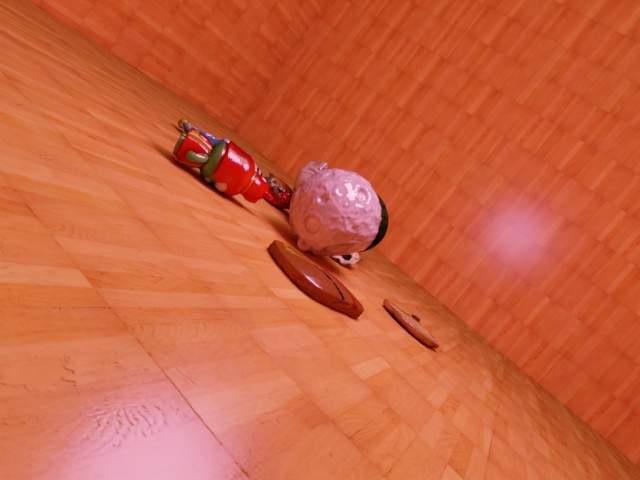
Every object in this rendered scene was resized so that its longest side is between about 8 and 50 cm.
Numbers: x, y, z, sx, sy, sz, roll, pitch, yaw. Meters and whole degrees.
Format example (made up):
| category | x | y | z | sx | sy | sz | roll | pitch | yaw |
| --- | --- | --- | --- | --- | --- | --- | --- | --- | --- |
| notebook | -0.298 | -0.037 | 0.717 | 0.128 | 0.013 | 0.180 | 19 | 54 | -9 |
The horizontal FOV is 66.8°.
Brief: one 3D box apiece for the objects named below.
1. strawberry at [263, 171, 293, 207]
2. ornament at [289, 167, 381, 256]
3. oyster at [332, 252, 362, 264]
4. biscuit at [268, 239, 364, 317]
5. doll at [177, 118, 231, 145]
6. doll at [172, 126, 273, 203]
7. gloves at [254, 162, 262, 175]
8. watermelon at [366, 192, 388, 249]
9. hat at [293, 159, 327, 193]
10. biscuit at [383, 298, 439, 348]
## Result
| category | x | y | z | sx | sy | sz | roll | pitch | yaw |
| --- | --- | --- | --- | --- | --- | --- | --- | --- | --- |
| strawberry | -0.182 | -0.208 | 2.195 | 0.174 | 0.098 | 0.228 | 53 | 11 | 23 |
| ornament | 0.050 | -0.105 | 1.752 | 0.337 | 0.337 | 0.337 | 37 | 8 | -6 |
| oyster | 0.095 | 0.063 | 2.059 | 0.133 | 0.072 | 0.209 | 46 | 29 | 10 |
| biscuit | -0.010 | 0.100 | 1.376 | 0.277 | 0.052 | 0.262 | 31 | 10 | -40 |
| doll | -0.490 | -0.453 | 2.241 | 0.341 | 0.099 | 0.346 | 32 | 7 | -48 |
| doll | -0.305 | -0.238 | 1.602 | 0.363 | 0.160 | 0.182 | 36 | 7 | -20 |
| gloves | -0.352 | -0.318 | 1.997 | 0.219 | 0.131 | 0.140 | 45 | 3 | -17 |
| watermelon | 0.169 | -0.104 | 2.378 | 0.363 | 0.363 | 0.363 | 37 | 8 | -6 |
| hat | -0.064 | -0.182 | 2.095 | 0.168 | 0.258 | 0.301 | 7 | 37 | 24 |
| biscuit | 0.334 | 0.308 | 1.800 | 0.260 | 0.041 | 0.203 | 40 | 11 | 19 |
